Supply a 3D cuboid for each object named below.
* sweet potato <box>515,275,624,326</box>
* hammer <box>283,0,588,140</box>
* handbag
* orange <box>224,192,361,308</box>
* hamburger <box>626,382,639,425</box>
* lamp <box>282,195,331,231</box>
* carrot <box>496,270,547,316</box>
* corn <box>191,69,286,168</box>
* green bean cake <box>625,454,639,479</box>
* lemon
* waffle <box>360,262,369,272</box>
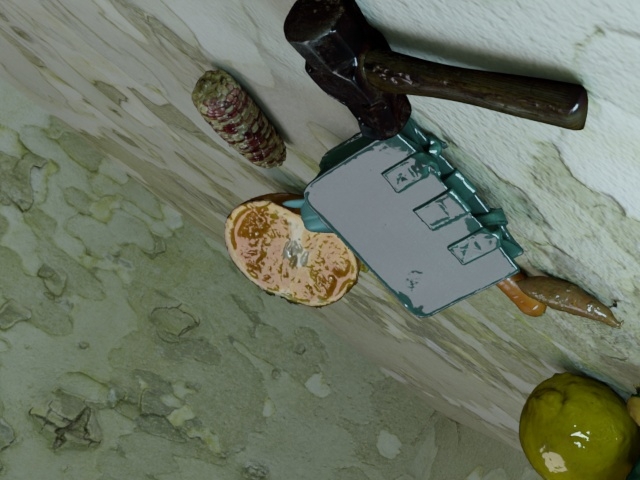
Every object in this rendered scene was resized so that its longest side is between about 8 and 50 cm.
[{"bbox_3d":[0.455,0.106,1.823,0.206,0.060,0.068,26,-155,23],"label":"sweet potato"},{"bbox_3d":[0.160,-0.204,1.271,0.408,0.095,0.242,17,162,37],"label":"hammer"},{"bbox_3d":[0.152,-0.039,1.630,0.238,0.089,0.326,-28,112,39],"label":"handbag"},{"bbox_3d":[-0.067,0.014,2.338,0.310,0.274,0.274,-1,173,-10],"label":"orange"},{"bbox_3d":[0.689,0.330,1.974,0.162,0.115,0.162,29,167,8],"label":"hamburger"},{"bbox_3d":[0.090,-0.062,1.814,0.284,0.147,0.209,16,-170,30],"label":"lamp"},{"bbox_3d":[0.348,0.062,1.925,0.271,0.066,0.062,39,123,-20],"label":"carrot"},{"bbox_3d":[-0.151,-0.227,1.944,0.098,0.098,0.290,25,169,32],"label":"corn"},{"bbox_3d":[0.790,0.552,2.171,0.169,0.300,0.308,24,165,38],"label":"green bean cake"},{"bbox_3d":[0.616,0.467,2.360,0.285,0.285,0.316,12,125,60],"label":"lemon"},{"bbox_3d":[-0.002,-0.003,2.578,0.281,0.058,0.301,28,169,23],"label":"waffle"}]
